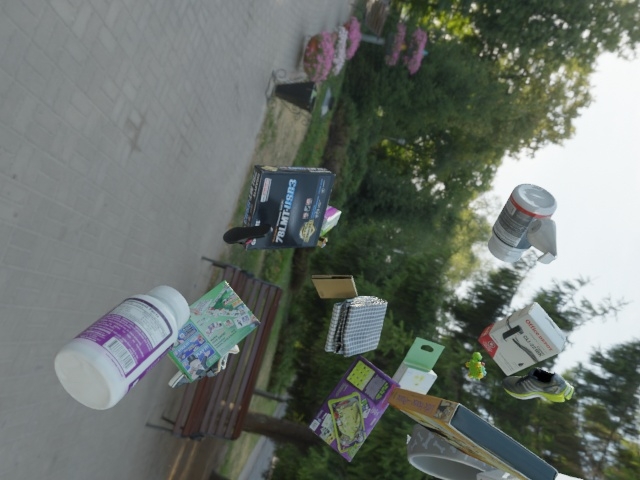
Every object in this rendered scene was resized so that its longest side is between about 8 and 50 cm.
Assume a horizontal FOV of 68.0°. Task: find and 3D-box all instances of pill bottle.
[{"bbox_3d":[0.957,-0.077,2.284,0.363,0.210,0.210,101,5,-45],"label":"pill bottle"},{"bbox_3d":[-0.447,0.233,1.120,0.301,0.169,0.169,-50,156,-57],"label":"pill bottle"}]

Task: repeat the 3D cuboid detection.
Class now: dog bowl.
[{"bbox_3d":[0.467,0.761,1.670,0.349,0.348,0.102,99,9,-55],"label":"dog bowl"}]

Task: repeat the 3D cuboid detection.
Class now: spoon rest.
[{"bbox_3d":[0.915,0.004,1.945,0.137,0.084,0.276,-45,-165,37],"label":"spoon rest"}]

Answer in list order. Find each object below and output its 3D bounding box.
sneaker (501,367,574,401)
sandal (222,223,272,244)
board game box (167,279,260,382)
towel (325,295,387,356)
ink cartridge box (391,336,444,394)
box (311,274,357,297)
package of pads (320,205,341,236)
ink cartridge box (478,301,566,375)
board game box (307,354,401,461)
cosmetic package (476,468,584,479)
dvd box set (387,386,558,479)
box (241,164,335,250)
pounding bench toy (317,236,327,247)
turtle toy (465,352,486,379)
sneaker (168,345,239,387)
[{"bbox_3d":[0.890,0.586,1.982,0.111,0.121,0.300,-42,-167,-36],"label":"sneaker"},{"bbox_3d":[-0.233,-0.013,1.524,0.040,0.179,0.067,63,27,-45],"label":"sandal"},{"bbox_3d":[-0.400,0.317,1.690,0.317,0.213,0.046,-38,176,-31],"label":"board game box"},{"bbox_3d":[0.165,0.368,2.052,0.283,0.121,0.235,0,106,-48],"label":"towel"},{"bbox_3d":[0.411,0.530,1.963,0.235,0.171,0.056,-61,-151,12],"label":"ink cartridge box"},{"bbox_3d":[0.062,0.193,1.960,0.201,0.164,0.021,69,22,-59],"label":"box"},{"bbox_3d":[-0.043,-0.132,2.369,0.101,0.229,0.296,-68,171,18],"label":"package of pads"},{"bbox_3d":[0.840,0.413,1.983,0.114,0.197,0.273,-29,168,-49],"label":"ink cartridge box"},{"bbox_3d":[0.135,0.654,1.869,0.347,0.208,0.056,-51,161,-13],"label":"board game box"},{"bbox_3d":[0.623,0.769,1.403,0.224,0.224,0.138,-12,-109,51],"label":"cosmetic package"},{"bbox_3d":[0.391,0.532,1.318,0.062,0.307,0.420,-57,-176,-16],"label":"dvd box set"},{"bbox_3d":[-0.115,-0.111,1.647,0.073,0.293,0.296,42,-55,44],"label":"box"},{"bbox_3d":[0.000,0.000,2.354,0.083,0.065,0.052,-24,137,-79],"label":"pounding bench toy"},{"bbox_3d":[0.759,0.610,2.299,0.095,0.066,0.130,150,-65,-64],"label":"turtle toy"},{"bbox_3d":[-0.478,0.518,1.960,0.321,0.127,0.126,-43,180,2],"label":"sneaker"}]
